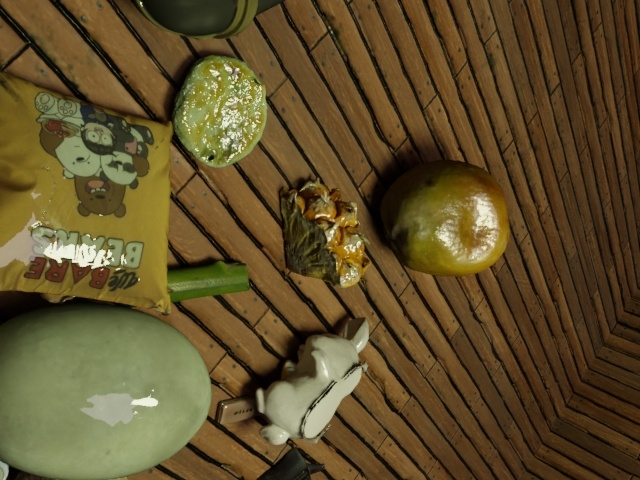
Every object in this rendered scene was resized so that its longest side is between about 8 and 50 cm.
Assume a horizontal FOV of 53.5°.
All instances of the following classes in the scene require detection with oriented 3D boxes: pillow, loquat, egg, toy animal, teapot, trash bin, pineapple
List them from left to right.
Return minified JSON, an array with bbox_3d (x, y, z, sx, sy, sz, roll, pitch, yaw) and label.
[{"bbox_3d":[-0.334,-0.062,0.884,0.310,0.119,0.312,14,72,-48],"label":"pillow"},{"bbox_3d":[-0.331,0.218,0.930,0.352,0.258,0.258,13,98,-38],"label":"egg"},{"bbox_3d":[-0.128,-0.411,0.907,0.334,0.214,0.214,-35,128,-34],"label":"trash bin"},{"bbox_3d":[-0.066,0.560,1.448,0.177,0.096,0.087,-33,127,-29],"label":"teapot"},{"bbox_3d":[0.000,0.000,1.250,0.114,0.186,0.236,-14,73,-35],"label":"pineapple"},{"bbox_3d":[0.002,0.299,1.367,0.325,0.154,0.208,-22,131,-45],"label":"toy animal"},{"bbox_3d":[0.273,-0.044,1.419,0.283,0.276,0.276,-13,117,-20],"label":"loquat"}]

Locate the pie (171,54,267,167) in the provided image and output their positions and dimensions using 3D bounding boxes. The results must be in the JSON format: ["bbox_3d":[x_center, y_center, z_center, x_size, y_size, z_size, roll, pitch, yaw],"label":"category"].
[{"bbox_3d":[-0.167,-0.217,1.068,0.187,0.041,0.187,-18,119,-37],"label":"pie"}]

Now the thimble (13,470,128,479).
[{"bbox_3d":[-0.408,0.453,0.996,0.148,0.196,0.229,13,124,-48],"label":"thimble"}]

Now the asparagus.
[{"bbox_3d":[-0.227,0.075,1.118,0.277,0.060,0.067,-7,123,-42],"label":"asparagus"}]

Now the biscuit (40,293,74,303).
[{"bbox_3d":[-0.352,0.030,0.968,0.183,0.061,0.118,-12,83,-46],"label":"biscuit"}]

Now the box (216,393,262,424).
[{"bbox_3d":[-0.162,0.349,1.320,0.115,0.025,0.048,1,105,-44],"label":"box"}]

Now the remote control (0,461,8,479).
[{"bbox_3d":[-0.553,0.360,0.882,0.244,0.047,0.087,-30,138,-5],"label":"remote control"}]
